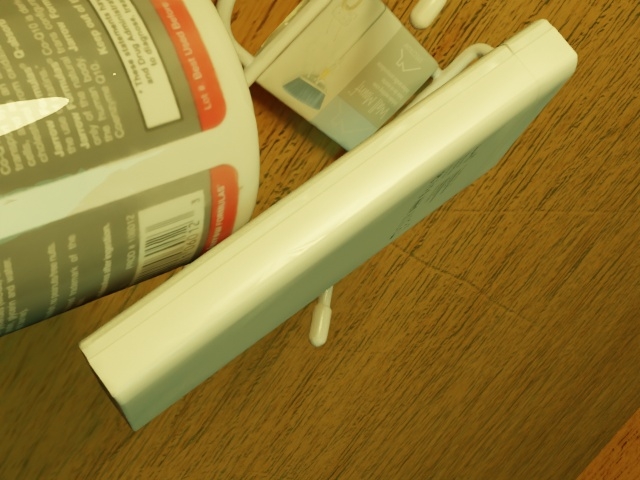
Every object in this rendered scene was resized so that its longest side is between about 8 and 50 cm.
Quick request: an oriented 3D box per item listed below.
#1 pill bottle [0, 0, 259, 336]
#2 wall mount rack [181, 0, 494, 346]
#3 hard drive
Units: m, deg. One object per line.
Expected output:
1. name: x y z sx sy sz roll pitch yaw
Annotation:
1. pill bottle: -0.236 -0.036 0.654 0.363 0.210 0.210 -21 143 -28
2. wall mount rack: 0.018 -0.078 0.945 0.304 0.130 0.350 -46 147 9
3. hard drive: 0.000 0.000 0.783 0.353 0.047 0.233 -36 173 -14
